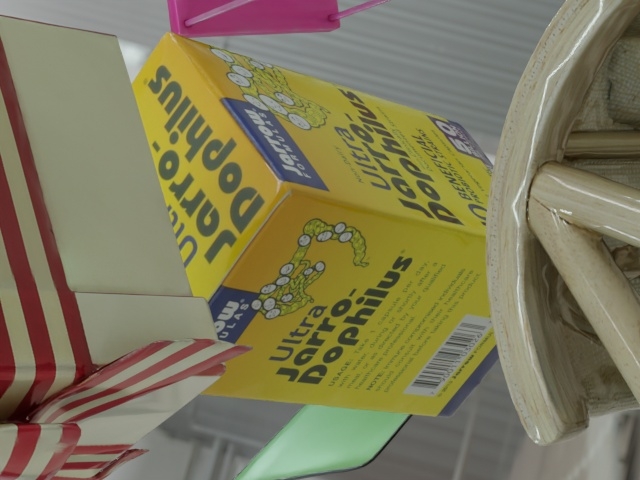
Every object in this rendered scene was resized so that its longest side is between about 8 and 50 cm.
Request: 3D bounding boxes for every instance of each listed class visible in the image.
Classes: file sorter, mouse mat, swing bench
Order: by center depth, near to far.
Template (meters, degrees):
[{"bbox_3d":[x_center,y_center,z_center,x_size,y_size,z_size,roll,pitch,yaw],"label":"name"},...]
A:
[{"bbox_3d":[0.216,0.033,0.565,0.253,0.255,0.165,-4,-52,-44],"label":"swing bench"},{"bbox_3d":[0.014,0.177,1.457,0.152,0.190,0.007,-43,-71,-44],"label":"mouse mat"},{"bbox_3d":[-0.042,-0.371,1.622,0.182,0.202,0.290,-8,89,57],"label":"file sorter"}]

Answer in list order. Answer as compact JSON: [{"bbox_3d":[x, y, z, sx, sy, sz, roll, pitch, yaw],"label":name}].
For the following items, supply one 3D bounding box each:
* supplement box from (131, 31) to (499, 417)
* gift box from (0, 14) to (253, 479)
[{"bbox_3d":[0.000,0.000,1.262,0.356,0.194,0.195,11,-57,-46],"label":"supplement box"},{"bbox_3d":[-0.202,0.032,0.863,0.255,0.276,0.258,-42,57,43],"label":"gift box"}]
